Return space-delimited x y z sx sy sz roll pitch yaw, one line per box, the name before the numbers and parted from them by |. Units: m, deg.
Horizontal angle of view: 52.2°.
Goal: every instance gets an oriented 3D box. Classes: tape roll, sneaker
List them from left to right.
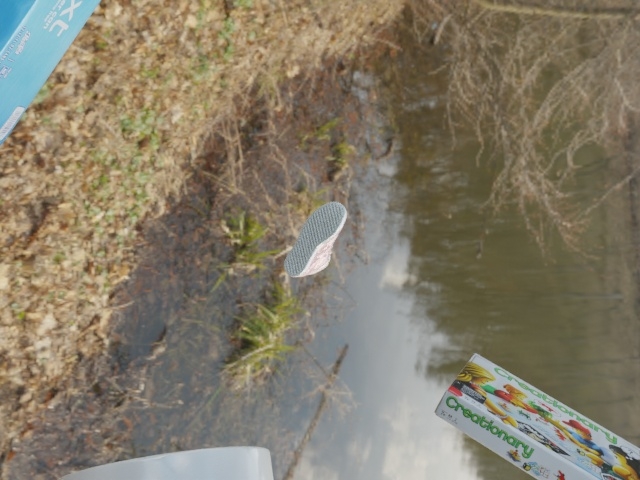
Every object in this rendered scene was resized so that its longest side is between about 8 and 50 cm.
tape roll | -0.164 0.336 0.722 0.246 0.246 0.169 29 44 -57
sneaker | 0.000 0.000 1.010 0.134 0.051 0.070 -54 158 9

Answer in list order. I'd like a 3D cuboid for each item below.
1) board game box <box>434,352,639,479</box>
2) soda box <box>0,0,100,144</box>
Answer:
board game box | 0.345 0.301 1.023 0.193 0.305 0.053 -19 135 -63
soda box | -0.139 -0.151 0.315 0.210 0.071 0.067 -54 -174 1
